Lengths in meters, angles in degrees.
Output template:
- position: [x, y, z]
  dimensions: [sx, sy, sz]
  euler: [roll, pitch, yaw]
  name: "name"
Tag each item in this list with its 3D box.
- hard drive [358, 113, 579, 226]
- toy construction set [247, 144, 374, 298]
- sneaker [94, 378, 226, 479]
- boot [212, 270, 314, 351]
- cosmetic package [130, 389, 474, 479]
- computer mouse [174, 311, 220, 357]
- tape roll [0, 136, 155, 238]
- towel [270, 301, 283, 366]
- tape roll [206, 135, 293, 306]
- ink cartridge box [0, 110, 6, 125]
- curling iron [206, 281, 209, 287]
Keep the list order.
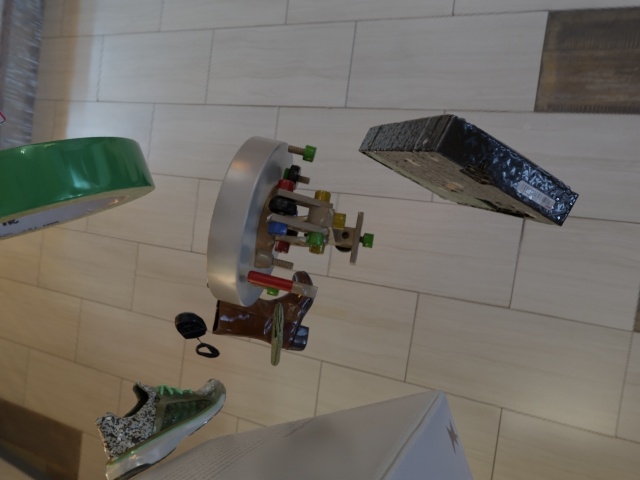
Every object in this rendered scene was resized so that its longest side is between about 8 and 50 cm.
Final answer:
- position: [0.222, -0.124, 0.754]
  dimensions: [0.237, 0.339, 0.064]
  euler: [26, 94, -15]
  name: "hard drive"
- position: [0.000, 0.000, 0.963]
  dimensions: [0.238, 0.257, 0.308]
  euler: [15, 52, 2]
  name: "toy construction set"
- position: [-0.391, 0.420, 1.125]
  dimensions: [0.158, 0.410, 0.181]
  euler: [-31, 87, 20]
  name: "sneaker"
- position: [-0.166, 0.175, 1.292]
  dimensions: [0.096, 0.281, 0.263]
  euler: [-32, 43, 55]
  name: "boot"
- position: [-0.029, 0.387, 0.458]
  dimensions: [0.394, 0.327, 0.329]
  euler: [-21, 77, 21]
  name: "cosmetic package"
- position: [-0.325, 0.253, 1.189]
  dimensions: [0.071, 0.242, 0.041]
  euler: [-14, 51, -2]
  name: "computer mouse"
- position: [-0.416, -0.065, 0.650]
  dimensions: [0.322, 0.321, 0.077]
  euler: [-15, 98, 21]
  name: "tape roll"
- position: [-0.109, 0.242, 1.129]
  dimensions: [0.027, 0.110, 0.148]
  euler: [5, 132, -7]
  name: "towel"
- position: [-0.148, -0.042, 1.017]
  dimensions: [0.072, 0.392, 0.391]
  euler: [13, 94, 7]
  name: "tape roll"
- position: [-0.797, -0.325, 0.870]
  dimensions: [0.283, 0.207, 0.117]
  euler: [25, 59, 27]
  name: "ink cartridge box"
- position: [-0.274, 0.072, 1.268]
  dimensions: [0.274, 0.035, 0.068]
  euler: [-38, 30, 44]
  name: "curling iron"
